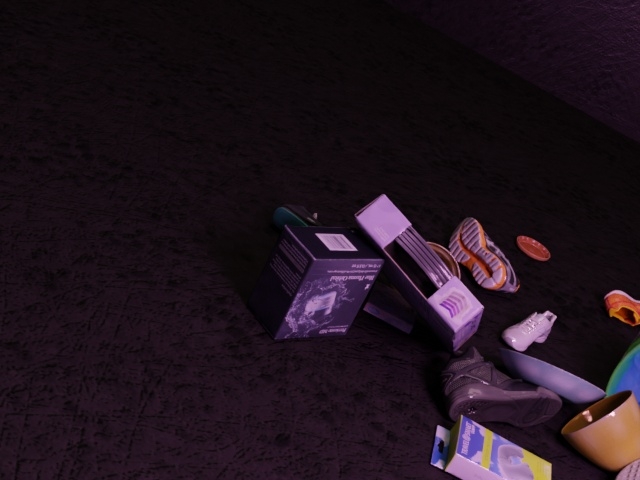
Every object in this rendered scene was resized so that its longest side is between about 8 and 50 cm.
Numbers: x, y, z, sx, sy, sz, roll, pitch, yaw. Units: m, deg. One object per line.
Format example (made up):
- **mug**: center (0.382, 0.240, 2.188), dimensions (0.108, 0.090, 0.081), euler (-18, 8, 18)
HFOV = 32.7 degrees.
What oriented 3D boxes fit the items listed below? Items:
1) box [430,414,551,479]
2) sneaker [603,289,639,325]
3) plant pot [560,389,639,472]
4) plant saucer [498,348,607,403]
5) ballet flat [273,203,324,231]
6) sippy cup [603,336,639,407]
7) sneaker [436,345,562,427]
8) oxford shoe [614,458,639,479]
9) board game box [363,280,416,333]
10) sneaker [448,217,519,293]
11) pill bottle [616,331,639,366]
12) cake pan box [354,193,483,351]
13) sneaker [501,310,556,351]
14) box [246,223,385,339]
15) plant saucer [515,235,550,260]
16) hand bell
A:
- **box**: center (0.255, 0.330, 1.616), dimensions (0.178, 0.042, 0.109), euler (28, 25, -1)
- **sneaker**: center (0.681, 0.159, 2.341), dimensions (0.175, 0.064, 0.067), euler (11, 50, -20)
- **plant pot**: center (0.474, 0.319, 1.773), dimensions (0.095, 0.134, 0.134), euler (57, 31, 4)
- **plant saucer**: center (0.386, 0.239, 1.851), dimensions (0.195, 0.037, 0.195), euler (24, -8, 4)
- **ballet flat**: center (0.000, 0.000, 1.947), dimensions (0.074, 0.074, 0.203), euler (-5, 39, -48)
- **sippy cup**: center (0.642, 0.304, 1.860), dimensions (0.224, 0.305, 0.240), euler (26, -20, -28)
- **sneaker**: center (0.285, 0.233, 1.770), dimensions (0.227, 0.087, 0.130), euler (7, 39, -26)
- **oxford shoe**: center (0.564, 0.481, 1.559), dimensions (0.130, 0.169, 0.449), euler (61, -4, -34)
- **board game box**: center (0.125, 0.116, 1.907), dimensions (0.090, 0.020, 0.090), euler (28, 25, 1)
- **sneaker**: center (0.329, 0.036, 2.199), dimensions (0.083, 0.084, 0.215), euler (27, 26, -35)
- **pill bottle**: center (0.671, 0.259, 2.072), dimensions (0.193, 0.108, 0.108), euler (34, 26, 12)
- **cake pan box**: center (0.160, 0.059, 1.790), dimensions (0.246, 0.070, 0.267), euler (48, -4, 15)
- **sneaker**: center (0.387, 0.163, 2.031), dimensions (0.053, 0.061, 0.152), euler (42, 31, 24)
- **box**: center (-0.007, 0.065, 1.713), dimensions (0.156, 0.158, 0.093), euler (1, 36, -42)
- **plant saucer**: center (0.471, 0.020, 2.427), dimensions (0.083, 0.013, 0.083), euler (22, 26, -11)
- **hand bell**: center (0.203, 0.042, 2.056), dimensions (0.126, 0.126, 0.242), euler (29, 14, 2)
